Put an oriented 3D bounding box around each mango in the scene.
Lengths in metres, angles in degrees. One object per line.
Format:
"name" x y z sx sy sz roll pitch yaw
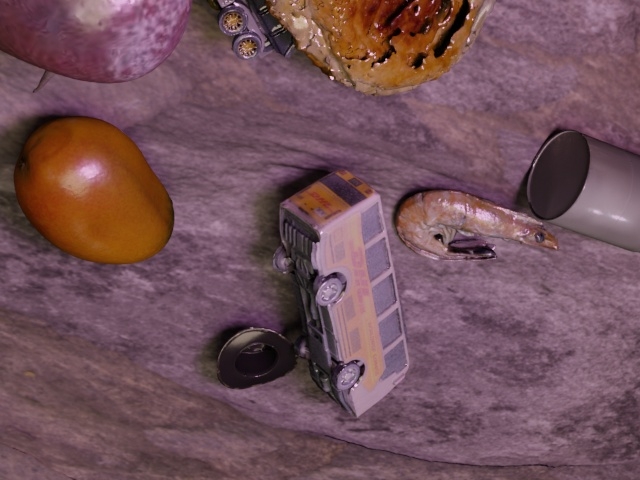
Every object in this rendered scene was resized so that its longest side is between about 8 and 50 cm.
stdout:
"mango" -0.264 -0.049 1.390 0.152 0.120 0.221 -28 134 1

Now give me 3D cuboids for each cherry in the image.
"cherry" -0.241 -0.265 1.184 0.236 0.213 0.285 21 114 -14

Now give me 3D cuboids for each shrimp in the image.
"shrimp" 0.207 -0.008 1.585 0.223 0.047 0.126 14 135 -7

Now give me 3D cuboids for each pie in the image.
"pie" 0.089 -0.281 1.317 0.308 0.085 0.308 -22 132 -27

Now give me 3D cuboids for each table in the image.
"table" 0.399 -0.055 1.579 0.220 0.126 0.126 17 117 -26

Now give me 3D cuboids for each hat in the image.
"hat" -0.090 0.153 1.620 0.121 0.050 0.121 -12 132 -14

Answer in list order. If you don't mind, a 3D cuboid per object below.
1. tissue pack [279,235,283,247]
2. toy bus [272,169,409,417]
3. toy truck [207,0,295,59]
"tissue pack" 0.000 0.000 1.560 0.108 0.023 0.056 -6 126 -13
"toy bus" 0.030 0.074 1.540 0.138 0.097 0.342 -35 135 -22
"toy truck" -0.087 -0.286 1.305 0.092 0.083 0.192 -28 128 3
